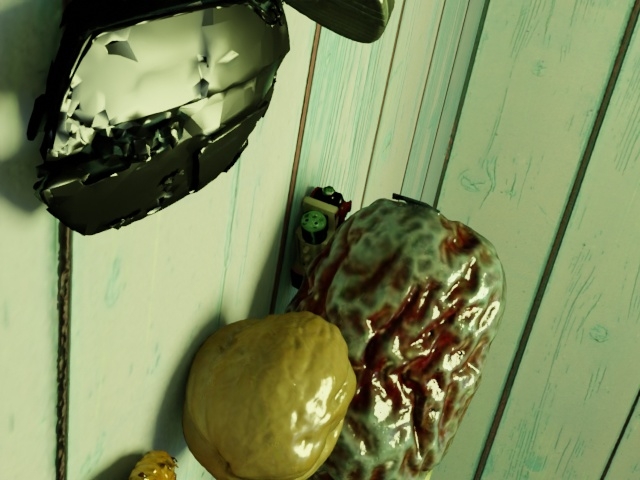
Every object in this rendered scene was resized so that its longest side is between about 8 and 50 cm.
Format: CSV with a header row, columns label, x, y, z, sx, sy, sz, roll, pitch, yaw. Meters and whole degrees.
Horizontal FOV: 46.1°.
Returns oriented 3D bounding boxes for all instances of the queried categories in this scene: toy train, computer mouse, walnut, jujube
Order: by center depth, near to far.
label,x,y,z,sx,sy,sz,roll,pitch,yaw
computer mouse,-0.069,-0.089,0.403,0.242,0.077,0.147,-58,159,-50
walnut,-0.047,0.138,0.660,0.167,0.149,0.166,-51,-172,10
jujube,0.068,0.111,0.812,0.226,0.225,0.317,-11,122,-76
toy train,0.000,0.000,0.883,0.087,0.050,0.138,-57,158,-35

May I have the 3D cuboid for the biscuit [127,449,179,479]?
label,x,y,z,sx,sy,sz,roll,pitch,yaw
biscuit,-0.135,0.280,0.546,0.254,0.035,0.254,-172,-90,-88

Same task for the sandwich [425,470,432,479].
label,x,y,z,sx,sy,sz,roll,pitch,yaw
sandwich,0.018,0.311,0.951,0.198,0.227,0.155,-19,124,-75

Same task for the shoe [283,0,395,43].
label,x,y,z,sx,sy,sz,roll,pitch,yaw
shoe,0.010,-0.241,0.458,0.149,0.109,0.293,-67,163,-3
